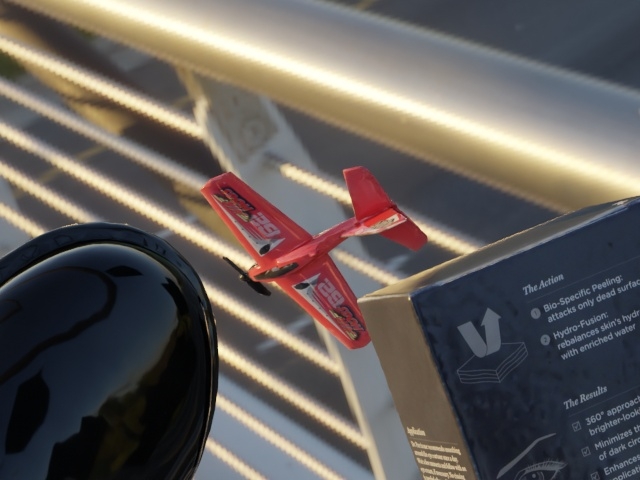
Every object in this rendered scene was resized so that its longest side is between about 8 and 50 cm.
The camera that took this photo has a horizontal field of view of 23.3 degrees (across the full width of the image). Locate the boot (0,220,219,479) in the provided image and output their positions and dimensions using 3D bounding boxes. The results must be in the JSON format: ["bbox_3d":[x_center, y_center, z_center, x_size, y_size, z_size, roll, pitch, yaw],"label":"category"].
[{"bbox_3d":[-0.092,0.117,0.528,0.260,0.131,0.348,-26,32,56],"label":"boot"}]

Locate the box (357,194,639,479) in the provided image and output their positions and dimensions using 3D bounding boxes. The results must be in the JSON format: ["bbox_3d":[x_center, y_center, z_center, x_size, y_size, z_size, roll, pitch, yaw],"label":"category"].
[{"bbox_3d":[0.127,0.076,0.864,0.156,0.158,0.093,-21,3,-18],"label":"box"}]

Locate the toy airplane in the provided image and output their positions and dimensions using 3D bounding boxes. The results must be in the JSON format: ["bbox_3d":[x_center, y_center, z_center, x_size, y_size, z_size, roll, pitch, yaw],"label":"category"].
[{"bbox_3d":[0.000,0.000,0.944,0.151,0.151,0.028,1,42,28],"label":"toy airplane"}]
